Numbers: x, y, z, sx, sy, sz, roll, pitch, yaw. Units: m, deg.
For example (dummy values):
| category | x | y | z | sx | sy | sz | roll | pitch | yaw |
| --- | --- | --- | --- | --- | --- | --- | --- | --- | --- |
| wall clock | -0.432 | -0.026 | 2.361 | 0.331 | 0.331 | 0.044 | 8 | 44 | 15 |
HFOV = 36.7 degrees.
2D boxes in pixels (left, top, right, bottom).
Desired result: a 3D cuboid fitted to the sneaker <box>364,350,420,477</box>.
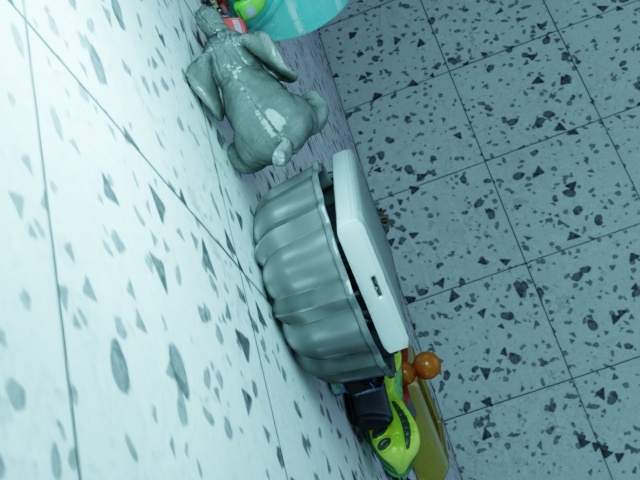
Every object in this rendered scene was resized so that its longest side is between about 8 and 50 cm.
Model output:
| category | x | y | z | sx | sy | sz | roll | pitch | yaw |
| --- | --- | --- | --- | --- | --- | --- | --- | --- | --- |
| sneaker | 0.105 | 0.295 | 1.724 | 0.295 | 0.110 | 0.123 | -100 | -174 | -49 |

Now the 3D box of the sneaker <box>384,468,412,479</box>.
| category | x | y | z | sx | sy | sz | roll | pitch | yaw |
| --- | --- | --- | --- | --- | --- | --- | --- | --- | --- |
| sneaker | 0.147 | 0.435 | 1.806 | 0.043 | 0.040 | 0.109 | -103 | 170 | -55 |

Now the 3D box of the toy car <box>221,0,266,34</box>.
| category | x | y | z | sx | sy | sz | roll | pitch | yaw |
| --- | --- | --- | --- | --- | --- | --- | --- | --- | --- |
| toy car | -0.125 | -0.379 | 1.669 | 0.239 | 0.053 | 0.224 | 56 | 35 | -64 |

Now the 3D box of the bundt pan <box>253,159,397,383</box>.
| category | x | y | z | sx | sy | sz | roll | pitch | yaw |
| --- | --- | --- | --- | --- | --- | --- | --- | --- | --- |
| bundt pan | -0.002 | 0.060 | 1.386 | 0.331 | 0.124 | 0.330 | -20 | 90 | -82 |

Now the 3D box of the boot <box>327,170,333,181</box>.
| category | x | y | z | sx | sy | sz | roll | pitch | yaw |
| --- | --- | --- | --- | --- | --- | --- | --- | --- | --- |
| boot | 0.035 | -0.046 | 2.086 | 0.236 | 0.085 | 0.178 | 40 | 33 | -76 |

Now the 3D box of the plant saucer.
| category | x | y | z | sx | sy | sz | roll | pitch | yaw |
| --- | --- | --- | --- | --- | --- | --- | --- | --- | --- |
| plant saucer | 0.232 | 0.409 | 2.343 | 0.332 | 0.081 | 0.332 | -79 | 148 | -75 |

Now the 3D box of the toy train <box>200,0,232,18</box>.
| category | x | y | z | sx | sy | sz | roll | pitch | yaw |
| --- | --- | --- | --- | --- | --- | --- | --- | --- | --- |
| toy train | -0.176 | -0.397 | 1.656 | 0.158 | 0.036 | 0.027 | 58 | 14 | -58 |

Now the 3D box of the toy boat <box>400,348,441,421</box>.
| category | x | y | z | sx | sy | sz | roll | pitch | yaw |
| --- | --- | --- | --- | --- | --- | --- | --- | --- | --- |
| toy boat | 0.180 | 0.277 | 2.031 | 0.231 | 0.151 | 0.151 | -100 | 168 | -52 |

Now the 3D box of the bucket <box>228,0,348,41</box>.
| category | x | y | z | sx | sy | sz | roll | pitch | yaw |
| --- | --- | --- | --- | --- | --- | --- | --- | --- | --- |
| bucket | -0.077 | -0.530 | 1.865 | 0.281 | 0.281 | 0.183 | -102 | 169 | -47 |

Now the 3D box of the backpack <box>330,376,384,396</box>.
| category | x | y | z | sx | sy | sz | roll | pitch | yaw |
| --- | --- | --- | --- | --- | --- | --- | --- | --- | --- |
| backpack | 0.053 | 0.200 | 1.558 | 0.114 | 0.084 | 0.105 | 32 | 42 | -71 |

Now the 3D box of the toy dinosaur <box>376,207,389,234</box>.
| category | x | y | z | sx | sy | sz | roll | pitch | yaw |
| --- | --- | --- | --- | --- | --- | --- | --- | --- | --- |
| toy dinosaur | 0.100 | 0.020 | 2.298 | 0.295 | 0.127 | 0.200 | 86 | 4 | -47 |

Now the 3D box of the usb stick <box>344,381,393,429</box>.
| category | x | y | z | sx | sy | sz | roll | pitch | yaw |
| --- | --- | --- | --- | --- | --- | --- | --- | --- | --- |
| usb stick | 0.067 | 0.214 | 1.684 | 0.278 | 0.077 | 0.045 | -102 | -161 | -48 |

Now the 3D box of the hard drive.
| category | x | y | z | sx | sy | sz | roll | pitch | yaw |
| --- | --- | --- | --- | --- | --- | --- | --- | --- | --- |
| hard drive | 0.069 | 0.005 | 1.418 | 0.307 | 0.040 | 0.203 | -90 | 159 | -67 |

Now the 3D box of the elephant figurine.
| category | x | y | z | sx | sy | sz | roll | pitch | yaw |
| --- | --- | --- | --- | --- | --- | --- | --- | --- | --- |
| elephant figurine | -0.112 | -0.222 | 1.346 | 0.169 | 0.186 | 0.239 | -41 | 105 | -36 |
